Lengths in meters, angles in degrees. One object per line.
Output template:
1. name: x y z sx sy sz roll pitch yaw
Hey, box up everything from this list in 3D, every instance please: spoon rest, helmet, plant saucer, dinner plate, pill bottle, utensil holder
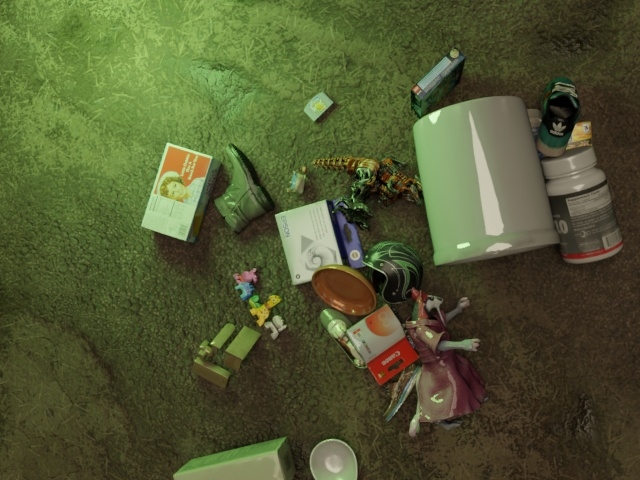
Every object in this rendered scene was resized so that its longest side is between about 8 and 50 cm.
1. spoon rest: 0.066 0.701 1.850 0.137 0.084 0.277 -26 85 6
2. helmet: 0.202 0.081 1.818 0.169 0.169 0.162 -4 104 8
3. plant saucer: 0.071 0.135 1.840 0.199 0.200 0.037 26 54 8
4. dinner plate: 0.602 -0.307 1.854 0.141 0.017 0.141 -1 86 9
5. pill bottle: 0.688 -0.096 1.728 0.161 0.161 0.283 -18 100 7
6. utensil holder: 0.430 -0.147 1.720 0.327 0.327 0.386 -10 84 7

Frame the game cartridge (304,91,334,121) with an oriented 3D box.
1. game cartridge: -0.007 -0.402 1.944 0.083 0.017 0.056 -44 79 4

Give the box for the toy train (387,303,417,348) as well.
1. toy train: 0.236 0.251 1.874 0.036 0.027 0.158 -38 83 8

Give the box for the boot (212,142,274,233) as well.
1. boot: -0.261 -0.154 1.939 0.161 0.083 0.247 -31 82 11

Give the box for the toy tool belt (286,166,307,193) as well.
1. toy tool belt: -0.071 -0.181 1.925 0.051 0.052 0.083 9 88 0

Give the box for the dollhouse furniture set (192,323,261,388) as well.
1. dollhouse furniture set: -0.282 0.336 1.943 0.144 0.123 0.151 25 126 8

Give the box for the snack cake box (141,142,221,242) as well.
1. snack cake box: -0.418 -0.141 1.953 0.152 0.089 0.265 18 90 10

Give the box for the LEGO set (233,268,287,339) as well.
1. LEGO set: -0.165 0.173 1.905 0.093 0.087 0.227 -34 85 6

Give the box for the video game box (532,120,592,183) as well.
1. video game box: 0.653 -0.229 1.817 0.205 0.048 0.187 -6 97 8

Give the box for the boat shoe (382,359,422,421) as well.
1. boat shoe: 0.221 0.426 1.855 0.066 0.066 0.183 32 82 13

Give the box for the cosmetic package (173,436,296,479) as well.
1. cosmetic package: -0.240 0.665 1.857 0.309 0.160 0.113 -16 86 8

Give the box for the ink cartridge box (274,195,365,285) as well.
1. ink cartridge box: 0.000 0.000 1.909 0.223 0.045 0.224 -16 85 7

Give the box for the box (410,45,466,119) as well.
1. box: 0.319 -0.427 1.789 0.159 0.233 0.044 -45 82 4

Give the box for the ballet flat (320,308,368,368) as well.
1. ballet flat: 0.077 0.282 1.874 0.072 0.068 0.213 -41 83 4

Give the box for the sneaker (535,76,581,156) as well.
1. sneaker: 0.646 -0.360 1.730 0.108 0.121 0.302 15 51 9

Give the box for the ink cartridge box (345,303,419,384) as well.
1. ink cartridge box: 0.176 0.292 1.828 0.145 0.045 0.179 -32 80 -12

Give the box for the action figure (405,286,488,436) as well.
1. action figure: 0.312 0.303 1.777 0.275 0.248 0.370 -25 91 16

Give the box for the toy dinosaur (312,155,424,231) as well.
1. toy dinosaur: 0.137 -0.156 1.871 0.321 0.164 0.219 16 74 26
